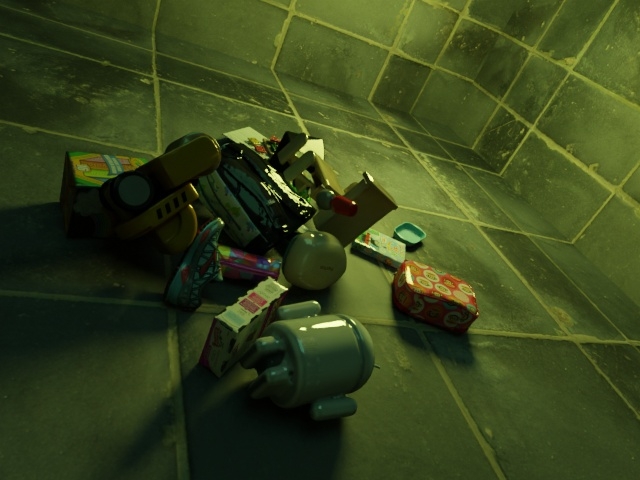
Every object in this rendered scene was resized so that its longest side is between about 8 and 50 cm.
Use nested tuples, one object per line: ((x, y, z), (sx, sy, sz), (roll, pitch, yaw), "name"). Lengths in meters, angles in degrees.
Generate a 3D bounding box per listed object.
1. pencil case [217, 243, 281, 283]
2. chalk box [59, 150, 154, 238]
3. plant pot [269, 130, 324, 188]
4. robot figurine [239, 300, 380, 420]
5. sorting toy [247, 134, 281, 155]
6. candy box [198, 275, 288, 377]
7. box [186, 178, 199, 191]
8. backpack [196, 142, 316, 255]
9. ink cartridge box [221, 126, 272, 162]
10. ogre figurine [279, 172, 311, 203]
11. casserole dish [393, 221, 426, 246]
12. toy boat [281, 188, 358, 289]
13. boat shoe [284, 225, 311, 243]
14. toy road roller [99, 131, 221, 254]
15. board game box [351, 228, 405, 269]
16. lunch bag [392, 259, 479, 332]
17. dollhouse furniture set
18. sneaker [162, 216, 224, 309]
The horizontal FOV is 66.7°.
((-0.234, 0.075, 1.434), (0.236, 0.104, 0.104), (14, 33, -19), "pencil case")
((-0.576, -0.126, 1.407), (0.289, 0.180, 0.179), (1, 39, -38), "chalk box")
((-0.085, -0.334, 2.103), (0.187, 0.188, 0.167), (6, 47, -30), "plant pot")
((-0.011, 0.285, 1.178), (0.353, 0.200, 0.300), (-1, 60, -38), "robot figurine")
((-0.189, -0.426, 2.197), (0.274, 0.046, 0.132), (8, 37, -32), "sorting toy")
((-0.187, 0.207, 1.206), (0.071, 0.159, 0.233), (32, 30, 12), "candy box")
((-0.406, -0.241, 1.778), (0.261, 0.103, 0.184), (-3, 35, -39), "box")
((-0.238, -0.146, 1.587), (0.290, 0.273, 0.355), (-42, 102, -42), "backpack")
((-0.304, -0.426, 2.195), (0.223, 0.045, 0.224), (35, 31, 11), "ink cartridge box")
((-0.095, -0.182, 1.935), (0.097, 0.197, 0.118), (-25, 54, 3), "ogre figurine")
((0.382, -0.023, 2.108), (0.114, 0.037, 0.188), (38, 33, 19), "casserole dish")
((0.000, 0.000, 1.529), (0.148, 0.318, 0.267), (24, 1, 37), "toy boat")
((-0.036, 0.022, 1.686), (0.258, 0.095, 0.084), (27, 33, 23), "boat shoe")
((-0.387, -0.109, 1.270), (0.329, 0.240, 0.202), (-40, 22, -27), "toy road roller")
((0.232, 0.022, 1.923), (0.211, 0.039, 0.160), (25, 30, -3), "board game box")
((0.404, 0.180, 1.730), (0.293, 0.120, 0.258), (22, 30, -6), "lunch bag")
((0.080, -0.208, 1.823), (0.362, 0.256, 0.394), (37, 23, -39), "dollhouse furniture set")
((-0.313, 0.064, 1.311), (0.125, 0.262, 0.104), (30, -14, -17), "sneaker")
